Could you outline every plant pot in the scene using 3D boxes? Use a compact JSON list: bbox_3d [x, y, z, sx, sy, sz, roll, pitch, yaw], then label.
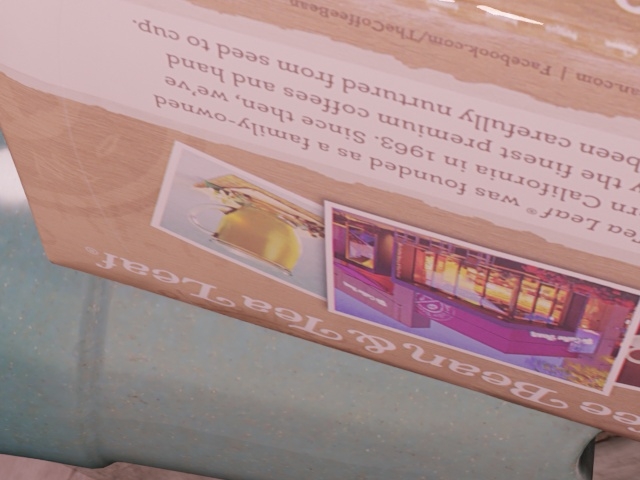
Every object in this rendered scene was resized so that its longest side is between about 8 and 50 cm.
[{"bbox_3d":[0.000,0.000,0.781,0.334,0.341,0.341,15,152,5],"label":"plant pot"}]

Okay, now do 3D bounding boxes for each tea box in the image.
[{"bbox_3d":[0.099,-0.125,0.485,0.329,0.324,0.220,15,152,9],"label":"tea box"}]
